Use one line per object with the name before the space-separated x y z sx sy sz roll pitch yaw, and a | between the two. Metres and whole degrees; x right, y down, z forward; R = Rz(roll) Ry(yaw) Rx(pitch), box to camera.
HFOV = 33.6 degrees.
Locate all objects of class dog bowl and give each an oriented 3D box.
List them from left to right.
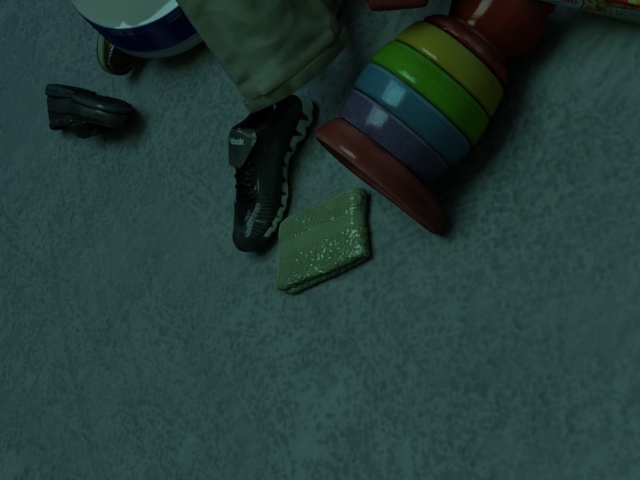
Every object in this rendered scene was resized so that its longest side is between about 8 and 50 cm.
dog bowl | -0.262 -0.425 1.656 0.265 0.104 0.265 -6 73 18

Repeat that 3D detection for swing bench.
swing bench | -0.086 -0.348 1.354 0.165 0.253 0.255 -25 35 16

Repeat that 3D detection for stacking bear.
stacking bear | 0.142 -0.182 1.198 0.289 0.164 0.175 -51 54 2

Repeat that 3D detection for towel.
towel | 0.000 0.000 1.330 0.148 0.027 0.110 -23 56 34

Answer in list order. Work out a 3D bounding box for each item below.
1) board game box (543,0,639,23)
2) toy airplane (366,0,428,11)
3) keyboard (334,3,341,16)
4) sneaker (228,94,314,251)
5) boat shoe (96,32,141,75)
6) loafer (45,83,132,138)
board game box | 0.311 -0.309 1.108 0.193 0.045 0.147 16 80 14
toy airplane | 0.072 -0.485 1.168 0.384 0.272 0.386 42 76 9
keyboard | -0.058 -0.346 1.572 0.256 0.014 0.072 36 96 47
sneaker | -0.088 -0.103 1.408 0.078 0.106 0.234 6 74 46
boat shoe | -0.278 -0.386 1.747 0.095 0.095 0.257 24 87 41
loafer | -0.391 -0.207 1.780 0.267 0.096 0.084 24 107 54
